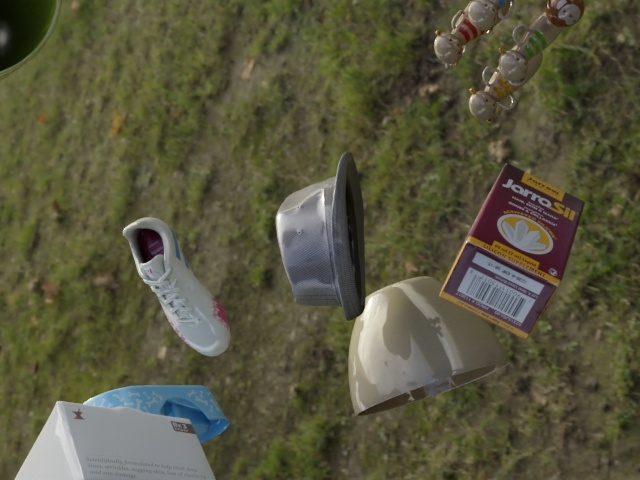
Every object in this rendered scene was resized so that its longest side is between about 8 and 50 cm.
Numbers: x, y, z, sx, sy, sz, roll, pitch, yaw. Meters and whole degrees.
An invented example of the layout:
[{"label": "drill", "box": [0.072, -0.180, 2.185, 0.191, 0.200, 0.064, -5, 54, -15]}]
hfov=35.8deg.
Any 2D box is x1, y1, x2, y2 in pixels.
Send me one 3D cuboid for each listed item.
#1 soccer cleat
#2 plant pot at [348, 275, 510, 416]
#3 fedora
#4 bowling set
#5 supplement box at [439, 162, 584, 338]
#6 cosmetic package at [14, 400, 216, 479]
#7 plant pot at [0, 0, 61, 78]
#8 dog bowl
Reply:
[{"label": "soccer cleat", "box": [-0.307, 0.099, 2.051, 0.116, 0.143, 0.331, -35, 79, 11]}, {"label": "plant pot", "box": [0.166, 0.174, 1.746, 0.284, 0.284, 0.191, -32, 71, 43]}, {"label": "fedora", "box": [0.000, 0.000, 1.587, 0.124, 0.244, 0.275, -6, 59, 8]}, {"label": "bowling set", "box": [0.260, -0.313, 1.424, 0.154, 0.287, 0.200, -47, 24, -16]}, {"label": "supplement box", "box": [0.211, 0.007, 1.074, 0.188, 0.104, 0.081, -54, -11, -53]}, {"label": "cosmetic package", "box": [-0.333, 0.419, 1.386, 0.385, 0.217, 0.156, -58, 39, 23]}, {"label": "plant pot", "box": [-0.530, -0.310, 1.383, 0.293, 0.274, 0.275, -20, 61, 62]}, {"label": "dog bowl", "box": [-0.293, 0.310, 1.714, 0.166, 0.297, 0.074, -35, 63, 31]}]
